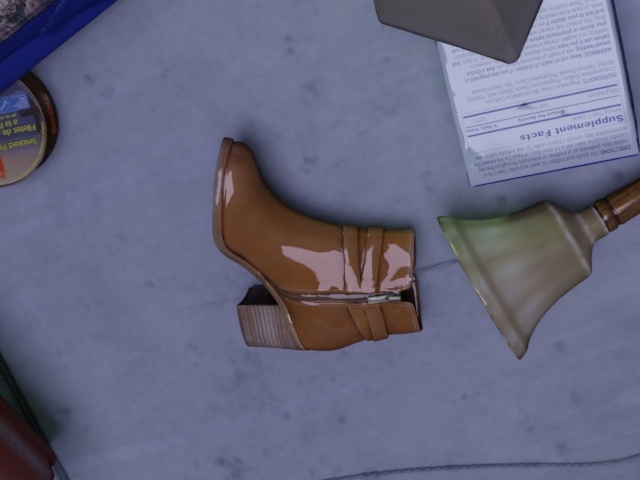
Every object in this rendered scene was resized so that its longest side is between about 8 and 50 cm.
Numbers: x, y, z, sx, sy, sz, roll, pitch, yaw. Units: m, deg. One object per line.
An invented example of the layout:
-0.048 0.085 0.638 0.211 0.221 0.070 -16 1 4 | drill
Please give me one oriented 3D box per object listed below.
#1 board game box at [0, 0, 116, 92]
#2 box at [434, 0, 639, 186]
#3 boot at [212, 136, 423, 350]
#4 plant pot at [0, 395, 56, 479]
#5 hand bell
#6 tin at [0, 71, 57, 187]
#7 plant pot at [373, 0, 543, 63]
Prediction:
-0.319 -0.240 0.844 0.232 0.141 0.291 -34 95 18 | board game box
0.159 -0.123 0.853 0.126 0.072 0.137 -10 107 16 | box
0.000 0.000 0.934 0.152 0.073 0.197 -5 121 14 | boot
-0.387 0.175 0.984 0.272 0.272 0.265 -38 107 21 | plant pot
0.224 -0.022 0.876 0.242 0.126 0.126 -30 103 8 | hand bell
-0.311 -0.090 0.978 0.190 0.040 0.106 -9 104 14 | tin
0.093 -0.196 0.769 0.109 0.096 0.109 22 85 21 | plant pot
